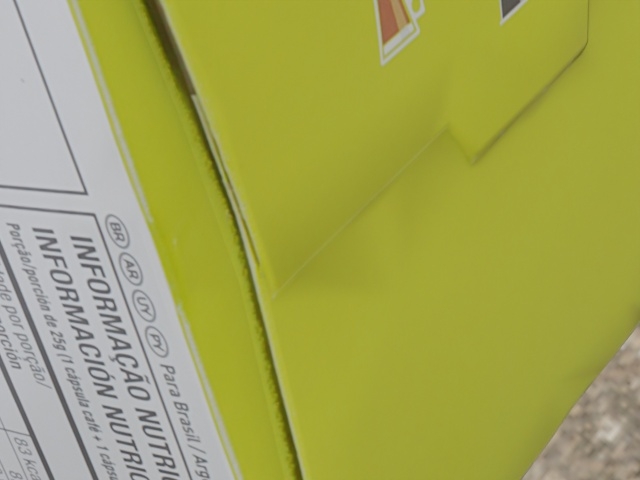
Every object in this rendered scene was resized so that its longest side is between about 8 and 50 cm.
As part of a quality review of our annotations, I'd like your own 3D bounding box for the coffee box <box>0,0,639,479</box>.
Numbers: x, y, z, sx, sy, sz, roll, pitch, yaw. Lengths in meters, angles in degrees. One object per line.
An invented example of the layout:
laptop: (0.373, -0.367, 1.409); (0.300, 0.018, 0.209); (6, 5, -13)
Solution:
coffee box: (-0.073, -0.096, 0.569); (0.334, 0.338, 0.337); (7, 36, 36)
